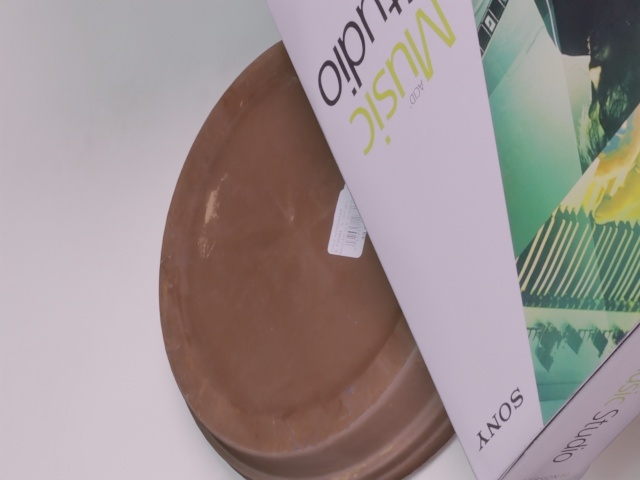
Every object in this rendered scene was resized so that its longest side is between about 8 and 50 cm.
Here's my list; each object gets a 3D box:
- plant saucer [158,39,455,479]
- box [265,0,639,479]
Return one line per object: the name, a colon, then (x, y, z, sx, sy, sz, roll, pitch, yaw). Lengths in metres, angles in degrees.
plant saucer: (0.000, 0.000, 0.946, 0.278, 0.041, 0.278, -18, 64, 43)
box: (0.079, -0.085, 0.760, 0.232, 0.058, 0.322, -58, 47, 45)
